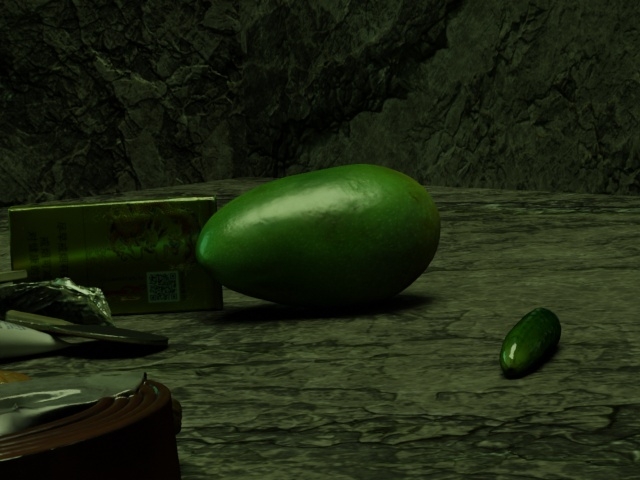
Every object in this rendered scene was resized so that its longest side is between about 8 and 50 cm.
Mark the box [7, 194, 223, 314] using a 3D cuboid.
[{"bbox_3d":[-0.306,0.026,2.474,0.311,0.173,0.043,-4,8,-2],"label":"box"}]

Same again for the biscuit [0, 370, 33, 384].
[{"bbox_3d":[-0.441,0.174,1.917,0.224,0.033,0.144,-4,8,-17],"label":"biscuit"}]

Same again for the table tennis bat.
[{"bbox_3d":[-0.320,0.119,2.222,0.246,0.022,0.138,7,-1,26],"label":"table tennis bat"}]

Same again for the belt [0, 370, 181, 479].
[{"bbox_3d":[-0.262,0.198,1.344,0.338,0.122,0.217,-11,13,-39],"label":"belt"}]

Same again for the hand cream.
[{"bbox_3d":[-0.455,0.128,2.167,0.248,0.083,0.133,6,1,-42],"label":"hand cream"}]

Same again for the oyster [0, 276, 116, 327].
[{"bbox_3d":[-0.439,0.090,2.355,0.252,0.087,0.199,6,-9,-26],"label":"oyster"}]

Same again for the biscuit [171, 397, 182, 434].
[{"bbox_3d":[-0.281,0.178,1.556,0.301,0.049,0.197,-3,-17,-1],"label":"biscuit"}]

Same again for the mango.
[{"bbox_3d":[0.000,0.000,2.428,0.382,0.225,0.201,-9,-35,-20],"label":"mango"}]

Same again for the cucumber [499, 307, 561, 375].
[{"bbox_3d":[0.258,0.117,2.013,0.056,0.056,0.250,0,8,18],"label":"cucumber"}]

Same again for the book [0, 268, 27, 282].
[{"bbox_3d":[-0.526,0.066,2.355,0.138,0.016,0.198,-7,-3,-40],"label":"book"}]
